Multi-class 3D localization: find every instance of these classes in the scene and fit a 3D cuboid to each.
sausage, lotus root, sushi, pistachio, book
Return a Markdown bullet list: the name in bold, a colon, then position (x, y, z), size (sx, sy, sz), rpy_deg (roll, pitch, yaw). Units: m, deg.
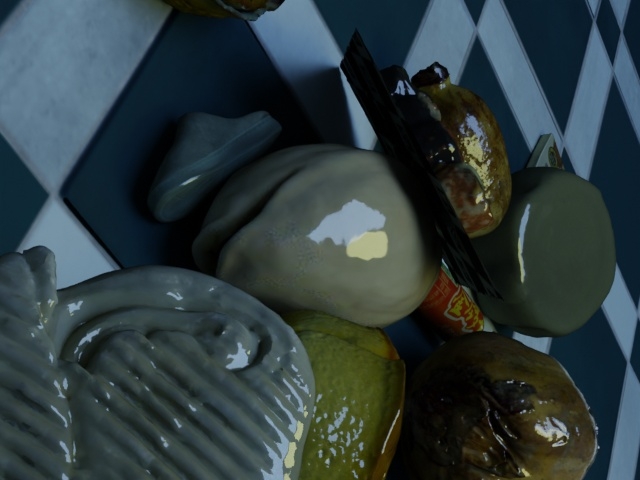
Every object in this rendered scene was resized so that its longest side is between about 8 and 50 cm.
- **sausage**: position (0.159, 0.075, 1.551), size (0.264, 0.083, 0.083), rpy_deg (47, 48, -46)
- **lotus root**: position (0.176, -0.120, 1.540), size (0.128, 0.145, 0.260), rpy_deg (-84, 158, -61)
- **sushi**: position (0.132, -0.096, 1.299), size (0.320, 0.069, 0.339), rpy_deg (61, -1, -1)
- **pistachio**: position (0.000, 0.000, 1.201), size (0.208, 0.226, 0.332), rpy_deg (52, 22, 24)
- **book**: position (0.389, -0.035, 1.978), size (0.264, 0.027, 0.202), rpy_deg (-55, 130, -47)
- **lotus root**: position (0.207, 0.250, 1.461), size (0.192, 0.272, 0.272), rpy_deg (16, 71, -45)

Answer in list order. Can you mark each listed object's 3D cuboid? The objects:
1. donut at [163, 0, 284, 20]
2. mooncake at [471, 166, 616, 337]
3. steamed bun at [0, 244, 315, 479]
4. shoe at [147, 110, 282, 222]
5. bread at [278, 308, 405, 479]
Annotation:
- **donut**: position (-0.121, -0.346, 1.154), size (0.272, 0.107, 0.272), rpy_deg (6, 83, -62)
- **mooncake**: position (0.338, 0.019, 1.764), size (0.275, 0.135, 0.275), rpy_deg (0, 91, -45)
- **steamed bun**: position (-0.181, 0.185, 0.842), size (0.310, 0.219, 0.324), rpy_deg (11, 64, -16)
- **shoe**: position (-0.120, -0.089, 1.153), size (0.078, 0.079, 0.195), rpy_deg (45, 45, 10)
- **bread**: position (-0.014, 0.194, 1.088), size (0.148, 0.270, 0.270), rpy_deg (22, 59, -12)
